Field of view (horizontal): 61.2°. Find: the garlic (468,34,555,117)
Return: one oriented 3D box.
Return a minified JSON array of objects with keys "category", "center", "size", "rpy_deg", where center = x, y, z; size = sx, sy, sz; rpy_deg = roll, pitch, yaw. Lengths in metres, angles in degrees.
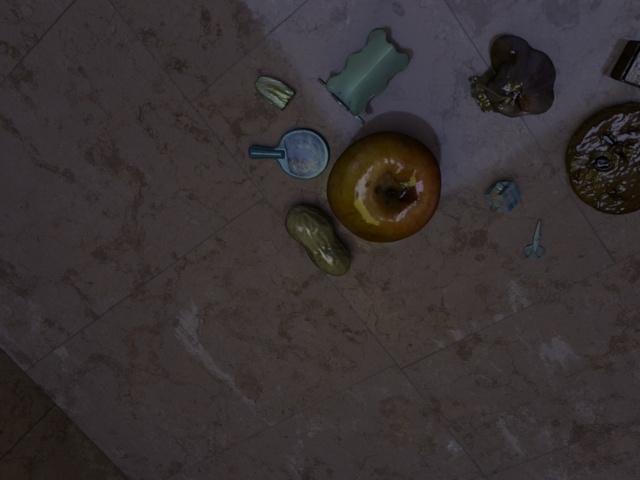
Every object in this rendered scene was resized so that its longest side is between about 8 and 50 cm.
[{"category":"garlic","center":[0.429,-0.373,1.314],"size":[0.257,0.207,0.206],"rpy_deg":[-16,113,-21]}]

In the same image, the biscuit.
[{"category":"biscuit","center":[0.770,-0.199,1.367],"size":[0.296,0.075,0.295],"rpy_deg":[5,114,11]}]

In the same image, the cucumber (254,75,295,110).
[{"category":"cucumber","center":[-0.130,-0.413,1.499],"size":[0.107,0.035,0.067],"rpy_deg":[35,97,-2]}]

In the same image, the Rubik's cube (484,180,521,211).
[{"category":"Rubik's cube","center":[0.487,-0.124,1.466],"size":[0.073,0.075,0.084],"rpy_deg":[11,126,59]}]

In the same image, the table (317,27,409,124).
[{"category":"table","center":[0.120,-0.426,1.380],"size":[0.166,0.166,0.198],"rpy_deg":[43,106,-7]}]

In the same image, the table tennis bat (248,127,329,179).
[{"category":"table tennis bat","center":[-0.092,-0.250,1.561],"size":[0.238,0.038,0.149],"rpy_deg":[4,114,8]}]

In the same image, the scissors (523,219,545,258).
[{"category":"scissors","center":[0.606,-0.002,1.520],"size":[0.058,0.014,0.119],"rpy_deg":[4,117,10]}]

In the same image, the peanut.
[{"category":"peanut","center":[0.000,0.000,1.600],"size":[0.124,0.123,0.256],"rpy_deg":[-35,101,23]}]

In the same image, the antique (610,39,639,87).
[{"category":"antique","center":[0.858,-0.370,1.269],"size":[0.310,0.087,0.093],"rpy_deg":[22,114,4]}]

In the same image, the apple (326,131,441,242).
[{"category":"apple","center":[0.164,-0.142,1.430],"size":[0.299,0.275,0.298],"rpy_deg":[0,104,2]}]
